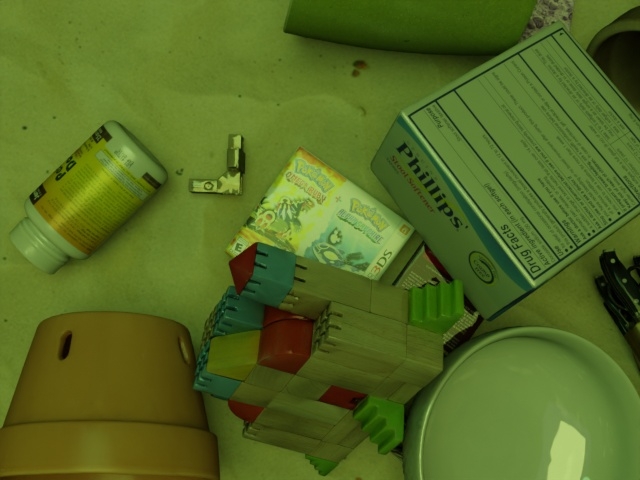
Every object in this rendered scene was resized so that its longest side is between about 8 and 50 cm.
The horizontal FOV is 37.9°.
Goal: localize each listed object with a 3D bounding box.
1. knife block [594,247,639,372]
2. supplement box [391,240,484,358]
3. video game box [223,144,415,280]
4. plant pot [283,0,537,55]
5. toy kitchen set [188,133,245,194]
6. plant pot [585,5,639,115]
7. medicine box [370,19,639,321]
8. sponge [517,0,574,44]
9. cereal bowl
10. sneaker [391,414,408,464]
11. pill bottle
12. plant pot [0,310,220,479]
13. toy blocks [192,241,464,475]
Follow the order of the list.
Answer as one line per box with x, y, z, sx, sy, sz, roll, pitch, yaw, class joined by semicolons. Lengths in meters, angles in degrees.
0.460;0.130;1.199;0.088;0.276;0.242;-28;117;2;knife block
0.188;0.047;1.288;0.130;0.073;0.239;36;89;4;supplement box
0.000;0.000;1.310;0.205;0.048;0.187;35;87;3;video game box
0.133;-0.356;1.216;0.293;0.275;0.275;19;89;-3;plant pot
-0.147;-0.109;1.307;0.075;0.068;0.083;2;88;2;toy kitchen set
0.516;-0.231;1.220;0.229;0.263;0.263;-40;87;-18;plant pot
0.261;-0.091;1.190;0.289;0.149;0.263;-32;78;-22;medicine box
0.304;-0.366;1.318;0.117;0.031;0.210;8;89;3;sponge
0.255;0.277;1.223;0.338;0.141;0.339;1;86;-18;cereal bowl
0.115;0.277;1.281;0.178;0.077;0.072;29;91;2;sneaker
-0.323;-0.056;1.287;0.215;0.117;0.117;-44;87;0;pill bottle
-0.273;0.213;1.214;0.290;0.291;0.204;-1;71;2;plant pot
-0.032;0.148;1.150;0.260;0.381;0.191;18;50;-15;toy blocks
